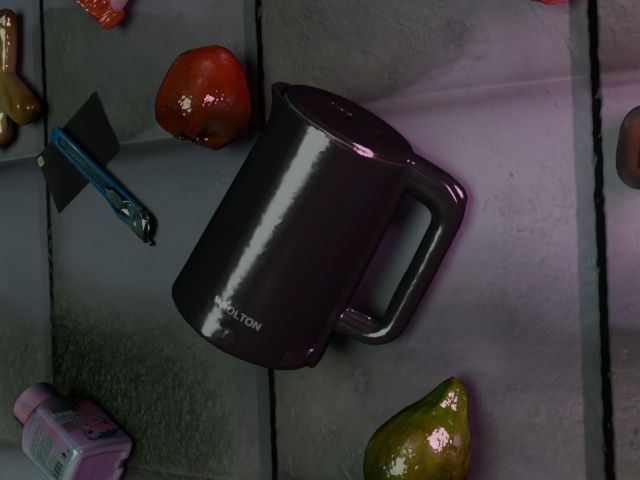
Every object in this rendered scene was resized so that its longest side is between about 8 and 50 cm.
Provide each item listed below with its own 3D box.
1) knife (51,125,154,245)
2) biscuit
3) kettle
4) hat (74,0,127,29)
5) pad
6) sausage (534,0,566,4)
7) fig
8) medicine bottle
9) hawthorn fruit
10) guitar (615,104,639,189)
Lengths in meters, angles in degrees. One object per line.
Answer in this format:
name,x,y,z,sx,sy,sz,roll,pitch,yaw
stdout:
knife,-0.347,-0.091,1.734,0.296,0.026,0.044,41,127,30
biscuit,-0.550,-0.274,1.891,0.164,0.047,0.207,-29,72,38
kettle,-0.011,-0.002,1.343,0.262,0.203,0.308,44,115,33
hat,-0.313,-0.417,1.675,0.112,0.094,0.162,45,101,19
pad,-0.398,-0.142,1.793,0.193,0.004,0.116,-38,68,34
sausage,0.234,-0.321,1.204,0.076,0.076,0.141,-39,67,34
fig,0.120,0.232,1.290,0.123,0.123,0.156,15,89,39
medicine bottle,-0.399,0.306,1.729,0.188,0.119,0.094,35,111,34
hawthorn fruit,-0.159,-0.198,1.513,0.133,0.133,0.137,9,81,40
guitar,0.405,-0.083,1.094,0.233,0.025,0.088,12,99,39
